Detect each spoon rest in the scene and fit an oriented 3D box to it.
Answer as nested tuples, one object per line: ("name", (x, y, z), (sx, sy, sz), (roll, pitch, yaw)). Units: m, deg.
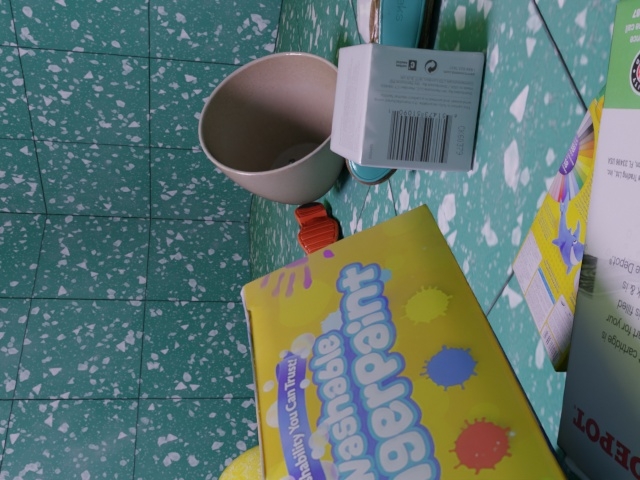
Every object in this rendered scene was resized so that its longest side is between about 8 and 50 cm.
("spoon rest", (0.107, -0.450, 1.275), (0.276, 0.084, 0.137), (85, -177, -63))

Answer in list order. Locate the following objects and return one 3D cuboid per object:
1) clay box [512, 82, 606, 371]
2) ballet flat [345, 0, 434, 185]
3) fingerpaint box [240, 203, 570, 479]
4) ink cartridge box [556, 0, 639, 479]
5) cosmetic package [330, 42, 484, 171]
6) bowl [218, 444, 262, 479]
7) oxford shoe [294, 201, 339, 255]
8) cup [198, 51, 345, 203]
("clay box", (0.230, -0.011, 0.583), (0.127, 0.053, 0.222), (-99, 17, -45))
("ballet flat", (0.111, -0.260, 1.135), (0.124, 0.116, 0.343), (-58, -25, -71))
("fingerpaint box", (0.114, 0.256, 0.455), (0.445, 0.163, 0.371), (-104, -13, -54))
("ink cartridge box", (0.236, 0.019, 0.368), (0.211, 0.121, 0.289), (-130, 43, -75))
("cosmetic package", (0.109, -0.180, 0.977), (0.184, 0.151, 0.152), (-132, 45, -72))
("bowl", (-0.039, 0.486, 1.399), (0.156, 0.289, 0.289), (-56, 24, 22))
("oxford shoe", (0.000, 0.000, 1.708), (0.271, 0.096, 0.098), (-102, -3, -64))
("cup", (-0.069, -0.211, 1.600), (0.237, 0.330, 0.331), (62, -162, -54))
